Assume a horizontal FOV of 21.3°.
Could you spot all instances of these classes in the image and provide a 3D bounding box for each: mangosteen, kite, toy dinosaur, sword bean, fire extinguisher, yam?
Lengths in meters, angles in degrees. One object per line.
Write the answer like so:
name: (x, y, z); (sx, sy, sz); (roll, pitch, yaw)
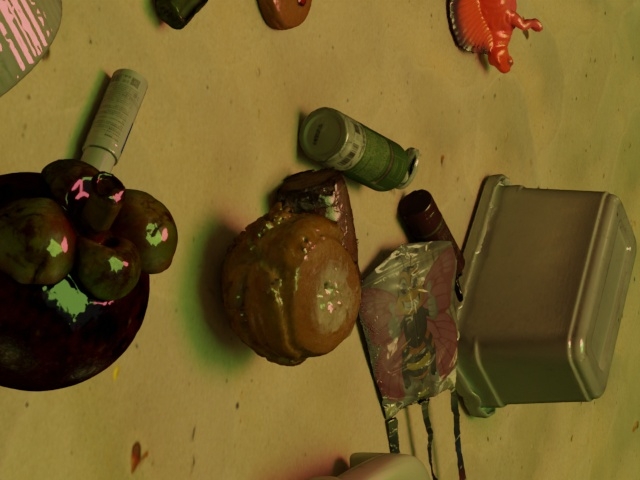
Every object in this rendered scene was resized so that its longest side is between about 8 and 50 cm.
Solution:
mangosteen: (-0.199, 0.019, 1.264); (0.200, 0.200, 0.200); (4, 85, -62)
kite: (0.118, 0.176, 2.006); (0.204, 0.022, 0.360); (-22, 109, -48)
toy dinosaur: (0.198, -0.339, 2.187); (0.139, 0.070, 0.286); (-33, 118, -33)
sword bean: (-0.084, -0.295, 1.635); (0.269, 0.038, 0.043); (-59, -178, -35)
fire extinguisher: (0.141, -0.001, 2.065); (0.078, 0.045, 0.157); (-94, 160, -44)
yam: (-0.001, 0.001, 1.764); (0.079, 0.079, 0.141); (-39, 123, -56)

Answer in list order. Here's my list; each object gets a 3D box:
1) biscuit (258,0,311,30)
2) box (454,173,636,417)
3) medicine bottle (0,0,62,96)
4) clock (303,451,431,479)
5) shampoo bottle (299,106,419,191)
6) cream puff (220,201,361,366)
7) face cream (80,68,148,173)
biscuit: (-0.027, -0.341, 1.768); (0.165, 0.036, 0.250); (21, 70, -59)
box: (0.290, 0.071, 2.190); (0.175, 0.182, 0.312); (59, 41, -43)
medicine bottle: (-0.319, -0.257, 1.016); (0.384, 0.224, 0.224); (64, 36, -37)
clock: (0.015, 0.360, 1.741); (0.324, 0.108, 0.265); (0, 90, -61)
shampoo bottle: (0.051, -0.095, 1.873); (0.204, 0.065, 0.065); (22, 70, -60)
cream puff: (-0.035, 0.043, 1.651); (0.150, 0.115, 0.165); (-34, 128, -50)
face cream: (-0.184, -0.089, 1.463); (0.034, 0.034, 0.130); (56, 41, -45)
